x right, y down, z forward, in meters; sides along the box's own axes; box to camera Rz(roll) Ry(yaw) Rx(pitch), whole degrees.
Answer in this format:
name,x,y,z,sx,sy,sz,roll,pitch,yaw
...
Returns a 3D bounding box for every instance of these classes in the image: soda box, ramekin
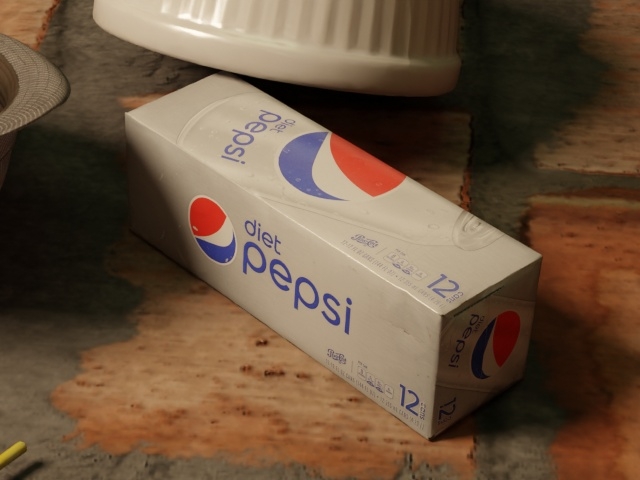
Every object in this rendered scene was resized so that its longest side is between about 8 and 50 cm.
name,x,y,z,sx,sy,sz,roll,pitch,yaw
soda box,0.000,0.000,1.120,0.091,0.098,0.286,-28,45,-35
ramekin,-0.021,-0.195,1.285,0.272,0.127,0.273,11,14,-3

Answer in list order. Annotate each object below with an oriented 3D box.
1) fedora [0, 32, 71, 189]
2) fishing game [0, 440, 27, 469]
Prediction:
name,x,y,z,sx,sy,sz,roll,pitch,yaw
fedora,-0.284,-0.048,1.142,0.243,0.124,0.275,-24,35,-35
fishing game,-0.107,0.184,0.907,0.264,0.041,0.189,31,47,33
